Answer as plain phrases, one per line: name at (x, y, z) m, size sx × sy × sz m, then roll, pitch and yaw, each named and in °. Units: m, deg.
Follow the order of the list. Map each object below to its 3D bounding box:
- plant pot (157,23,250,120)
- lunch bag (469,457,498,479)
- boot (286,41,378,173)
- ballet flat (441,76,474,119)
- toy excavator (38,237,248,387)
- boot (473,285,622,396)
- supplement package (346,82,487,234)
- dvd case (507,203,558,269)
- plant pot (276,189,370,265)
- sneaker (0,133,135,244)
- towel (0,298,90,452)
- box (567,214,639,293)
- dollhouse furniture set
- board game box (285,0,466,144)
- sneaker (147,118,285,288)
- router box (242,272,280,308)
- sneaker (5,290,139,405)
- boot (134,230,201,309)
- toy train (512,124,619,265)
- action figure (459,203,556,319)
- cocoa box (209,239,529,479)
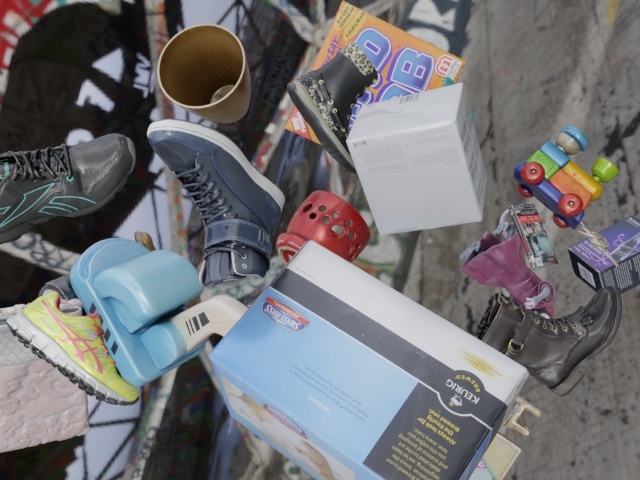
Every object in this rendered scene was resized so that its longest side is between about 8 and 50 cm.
plant pot at (-0.285, -0.424, 1.983) m, size 0.254 × 0.237 × 0.237 m, roll 48°, pitch -126°, yaw -74°
lunch bag at (0.212, 0.503, 1.376) m, size 0.224 × 0.279 × 0.107 m, roll -122°, pitch 30°, yaw -61°
boot at (0.062, -0.277, 1.517) m, size 0.179 × 0.236 × 0.085 m, roll -40°, pitch 16°, yaw -10°
ballet flat at (0.278, -0.290, 1.517) m, size 0.041 × 0.114 × 0.041 m, roll -34°, pitch 22°, yaw 16°
toy excavator at (-0.270, 0.150, 1.355) m, size 0.445 × 0.433 × 0.222 m, roll -36°, pitch -7°, yaw 40°
boot at (0.431, 0.161, 1.402) m, size 0.263 × 0.229 × 0.091 m, roll -60°, pitch 8°, yaw 4°
supplement package at (0.179, -0.143, 1.299) m, size 0.149 × 0.194 × 0.203 m, roll -67°, pitch -38°, yaw -50°
dvd case at (0.378, -0.008, 1.287) m, size 0.013 × 0.087 × 0.119 m, roll -30°, pitch 74°, yaw 40°
plant pot at (0.000, 0.000, 1.771) m, size 0.174 × 0.191 × 0.191 m, roll -48°, pitch 0°, yaw -26°
sneaker at (-0.381, -0.078, 0.990) m, size 0.101 × 0.267 × 0.106 m, roll 65°, pitch -176°, yaw 30°
towel at (-0.580, 0.257, 1.275) m, size 0.053 × 0.332 × 0.316 m, roll 51°, pitch 139°, yaw 50°
box at (0.804, 0.045, 1.946) m, size 0.108 × 0.207 × 0.153 m, roll 63°, pitch 177°, yaw -29°
dollhouse furniture set at (0.390, 0.539, 1.959) m, size 0.362 × 0.256 × 0.394 m, roll -56°, pitch -19°, yaw -1°
board game box at (0.140, -0.416, 2.033) m, size 0.356 × 0.357 × 0.356 m, roll -90°, pitch 25°, yaw -75°
sneaker at (-0.136, -0.036, 0.903) m, size 0.086 × 0.226 × 0.163 m, roll -15°, pitch 52°, yaw 38°
router box at (-0.055, 0.202, 1.967) m, size 0.309 × 0.243 × 0.081 m, roll -40°, pitch -27°, yaw -27°
sneaker at (-0.326, 0.147, 1.006) m, size 0.094 × 0.208 × 0.081 m, roll -52°, pitch 4°, yaw -27°
boot at (-0.397, 0.085, 1.884) m, size 0.112 × 0.115 × 0.305 m, roll -119°, pitch 11°, yaw -49°
toy train at (0.485, -0.086, 1.310) m, size 0.143 × 0.248 × 0.105 m, roll -45°, pitch -17°, yaw -1°
action figure at (0.600, 0.124, 2.193) m, size 0.275 × 0.370 × 0.248 m, roll -51°, pitch 12°, yaw -32°
cocoa box at (0.059, 0.213, 0.994) m, size 0.228 × 0.347 × 0.231 m, roll -49°, pitch -23°, yaw -26°
